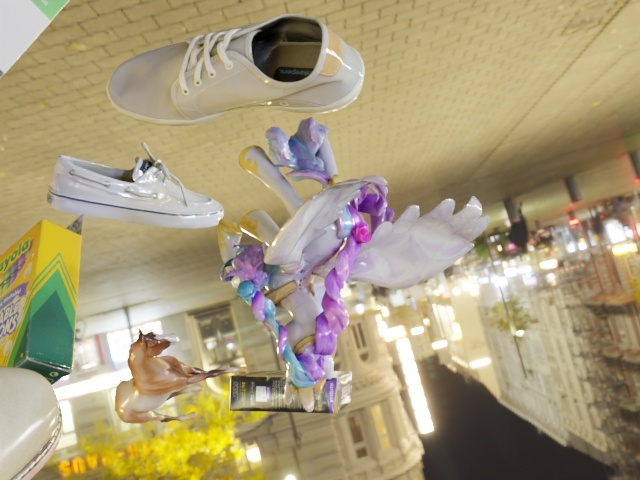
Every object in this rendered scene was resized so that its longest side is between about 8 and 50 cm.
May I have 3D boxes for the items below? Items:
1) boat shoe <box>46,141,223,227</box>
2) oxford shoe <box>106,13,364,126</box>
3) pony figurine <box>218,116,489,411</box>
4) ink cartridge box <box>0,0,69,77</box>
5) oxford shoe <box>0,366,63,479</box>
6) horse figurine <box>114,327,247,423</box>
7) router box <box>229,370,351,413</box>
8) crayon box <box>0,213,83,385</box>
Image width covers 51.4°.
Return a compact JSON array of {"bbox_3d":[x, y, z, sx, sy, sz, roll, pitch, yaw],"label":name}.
[{"bbox_3d":[-0.372,-0.125,1.402,0.367,0.156,0.136,8,-164,-23],"label":"boat shoe"},{"bbox_3d":[-0.155,-0.278,1.061,0.449,0.169,0.130,2,163,20],"label":"oxford shoe"},{"bbox_3d":[0.000,0.000,0.907,0.303,0.363,0.351,14,127,-40],"label":"pony figurine"},{"bbox_3d":[-0.466,-0.267,0.814,0.211,0.289,0.121,26,165,38],"label":"ink cartridge box"},{"bbox_3d":[-0.336,0.147,0.426,0.397,0.140,0.146,-12,142,-54],"label":"oxford shoe"},{"bbox_3d":[-0.231,0.215,0.973,0.174,0.066,0.263,9,143,-37],"label":"horse figurine"},{"bbox_3d":[-0.059,0.357,1.588,0.243,0.081,0.309,-1,171,8],"label":"router box"},{"bbox_3d":[-0.502,0.110,1.127,0.203,0.323,0.083,-34,137,26],"label":"crayon box"}]
